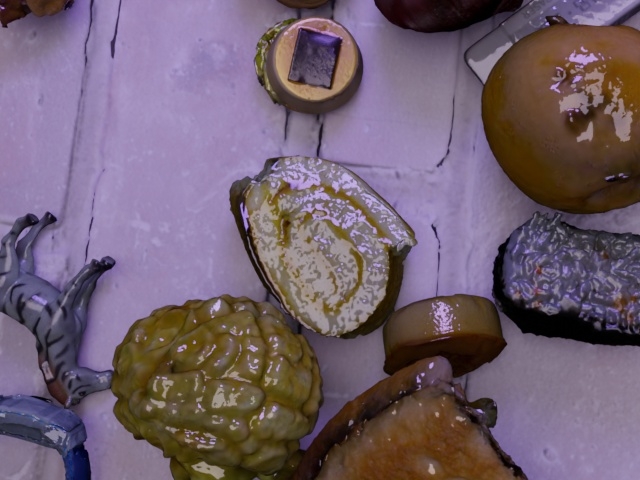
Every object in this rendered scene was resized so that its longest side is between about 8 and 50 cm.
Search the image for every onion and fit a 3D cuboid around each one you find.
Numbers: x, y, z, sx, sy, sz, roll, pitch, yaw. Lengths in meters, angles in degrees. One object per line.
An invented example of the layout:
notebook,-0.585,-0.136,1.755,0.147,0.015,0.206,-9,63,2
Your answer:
onion,0.195,-0.349,1.332,0.195,0.272,0.272,37,90,-27

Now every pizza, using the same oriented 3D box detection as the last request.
pizza,0.110,0.309,1.244,0.435,0.080,0.391,-4,112,14

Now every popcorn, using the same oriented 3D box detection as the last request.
popcorn,-0.121,0.181,1.303,0.270,0.258,0.224,34,61,6

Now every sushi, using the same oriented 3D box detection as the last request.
sushi,0.318,0.056,1.297,0.225,0.126,0.136,15,79,0

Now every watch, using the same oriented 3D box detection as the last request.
watch,-0.429,0.331,1.402,0.277,0.068,0.274,5,99,7

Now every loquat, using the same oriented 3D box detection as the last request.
loquat,0.302,-0.149,1.263,0.244,0.244,0.243,-1,84,7

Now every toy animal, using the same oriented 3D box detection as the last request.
toy animal,-0.339,0.077,1.419,0.170,0.090,0.255,-38,78,8

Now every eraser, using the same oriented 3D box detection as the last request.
eraser,0.343,-0.302,1.380,0.352,0.061,0.089,-36,81,3

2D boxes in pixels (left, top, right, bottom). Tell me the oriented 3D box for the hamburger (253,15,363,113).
hamburger,-0.015,-0.226,1.410,0.141,0.081,0.126,-4,86,-5

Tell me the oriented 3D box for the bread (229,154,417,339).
bread,0.000,0.000,1.367,0.186,0.124,0.257,-39,80,-4

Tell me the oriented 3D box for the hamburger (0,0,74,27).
hamburger,-0.376,-0.451,1.441,0.156,0.245,0.282,9,41,13

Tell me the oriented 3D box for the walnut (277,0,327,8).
walnut,-0.036,-0.389,1.398,0.184,0.155,0.155,44,91,4

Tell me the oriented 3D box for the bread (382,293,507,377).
bread,0.146,0.118,1.334,0.156,0.125,0.086,-12,65,10
